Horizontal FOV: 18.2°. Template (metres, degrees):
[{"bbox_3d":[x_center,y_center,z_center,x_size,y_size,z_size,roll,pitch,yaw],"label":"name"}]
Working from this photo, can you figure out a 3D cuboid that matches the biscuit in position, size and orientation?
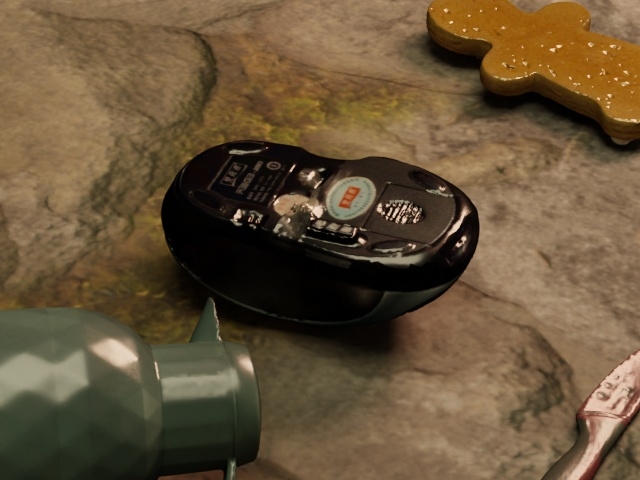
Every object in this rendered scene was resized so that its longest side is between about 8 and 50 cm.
[{"bbox_3d":[0.199,-0.156,1.721,0.240,0.035,0.158,26,40,25],"label":"biscuit"}]

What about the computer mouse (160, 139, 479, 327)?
[{"bbox_3d":[0.000,0.000,1.448,0.233,0.096,0.137,13,33,19],"label":"computer mouse"}]

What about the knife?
[{"bbox_3d":[0.189,0.129,1.361,0.035,0.018,0.247,18,36,23],"label":"knife"}]

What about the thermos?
[{"bbox_3d":[-0.178,0.126,1.233,0.286,0.145,0.182,-3,69,-11],"label":"thermos"}]
